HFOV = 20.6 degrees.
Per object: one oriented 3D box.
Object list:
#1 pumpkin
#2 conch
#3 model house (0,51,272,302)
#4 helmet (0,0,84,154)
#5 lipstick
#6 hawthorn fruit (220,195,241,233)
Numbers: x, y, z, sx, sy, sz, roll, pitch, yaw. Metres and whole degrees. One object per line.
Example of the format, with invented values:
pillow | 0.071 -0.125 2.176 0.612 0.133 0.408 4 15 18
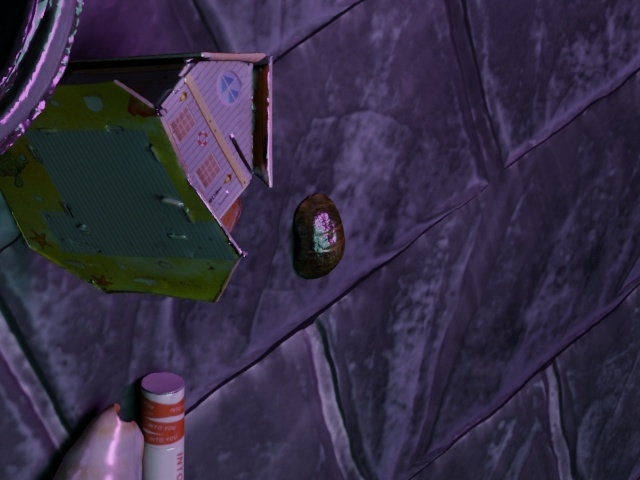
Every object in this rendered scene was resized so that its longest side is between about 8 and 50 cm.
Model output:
pumpkin | 0.001 0.000 1.564 0.050 0.028 0.083 -25 120 -29
conch | -0.196 0.227 1.480 0.104 0.094 0.176 16 72 -31
model house | -0.133 -0.075 1.323 0.136 0.219 0.207 -54 129 -35
helmet | -0.319 -0.182 1.078 0.338 0.197 0.271 24 84 -38
lipstick | -0.136 0.179 1.520 0.038 0.038 0.130 -16 120 -35
hawthorn fruit | -0.098 -0.012 1.447 0.067 0.067 0.103 -16 124 -35
